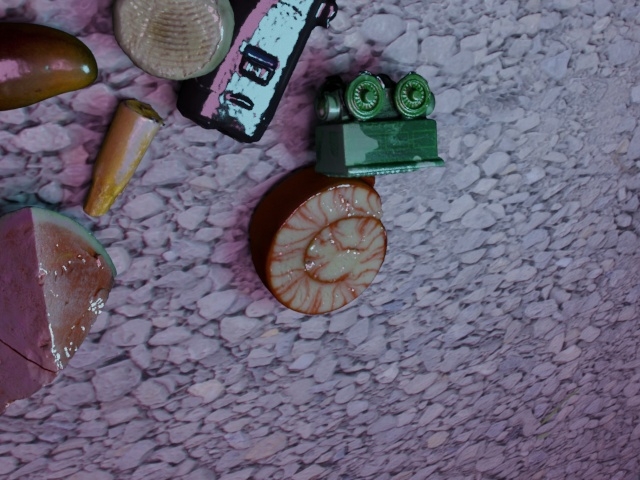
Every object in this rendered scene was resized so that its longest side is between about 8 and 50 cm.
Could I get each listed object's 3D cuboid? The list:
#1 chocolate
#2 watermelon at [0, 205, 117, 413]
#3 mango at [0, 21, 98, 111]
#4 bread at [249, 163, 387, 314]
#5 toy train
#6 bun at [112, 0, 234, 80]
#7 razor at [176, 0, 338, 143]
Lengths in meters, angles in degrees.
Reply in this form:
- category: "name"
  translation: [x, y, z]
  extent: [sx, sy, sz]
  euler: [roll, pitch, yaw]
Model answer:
- category: "chocolate"
  translation: [-0.359, -0.140, 1.402]
  extent: [0.085, 0.085, 0.219]
  euler: [18, 111, -39]
- category: "watermelon"
  translation: [-0.500, 0.127, 1.411]
  extent: [0.292, 0.319, 0.222]
  euler: [-21, 175, 28]
- category: "mango"
  translation: [-0.478, -0.264, 1.213]
  extent: [0.267, 0.111, 0.133]
  euler: [-7, 106, -28]
- category: "bread"
  translation: [-0.003, 0.003, 1.692]
  extent: [0.295, 0.114, 0.328]
  euler: [-21, 129, -20]
- category: "toy train"
  translation: [0.110, -0.231, 1.567]
  extent: [0.266, 0.145, 0.202]
  euler: [-8, 100, -28]
- category: "bun"
  translation: [-0.234, -0.357, 1.290]
  extent: [0.195, 0.118, 0.195]
  euler: [3, 117, 6]
- category: "razor"
  translation: [-0.113, -0.336, 1.406]
  extent: [0.189, 0.107, 0.327]
  euler: [22, 104, -40]
